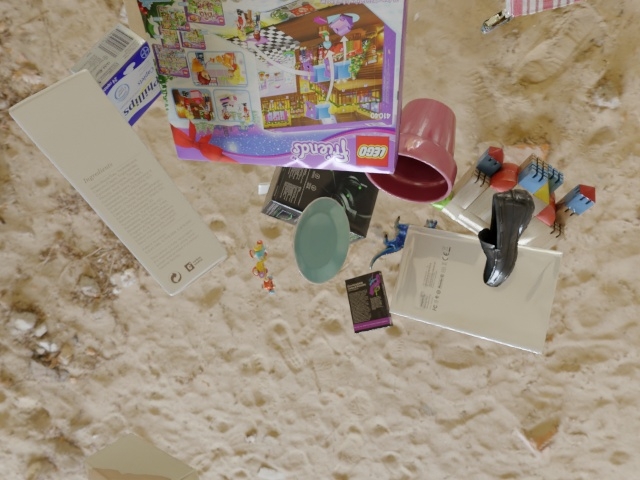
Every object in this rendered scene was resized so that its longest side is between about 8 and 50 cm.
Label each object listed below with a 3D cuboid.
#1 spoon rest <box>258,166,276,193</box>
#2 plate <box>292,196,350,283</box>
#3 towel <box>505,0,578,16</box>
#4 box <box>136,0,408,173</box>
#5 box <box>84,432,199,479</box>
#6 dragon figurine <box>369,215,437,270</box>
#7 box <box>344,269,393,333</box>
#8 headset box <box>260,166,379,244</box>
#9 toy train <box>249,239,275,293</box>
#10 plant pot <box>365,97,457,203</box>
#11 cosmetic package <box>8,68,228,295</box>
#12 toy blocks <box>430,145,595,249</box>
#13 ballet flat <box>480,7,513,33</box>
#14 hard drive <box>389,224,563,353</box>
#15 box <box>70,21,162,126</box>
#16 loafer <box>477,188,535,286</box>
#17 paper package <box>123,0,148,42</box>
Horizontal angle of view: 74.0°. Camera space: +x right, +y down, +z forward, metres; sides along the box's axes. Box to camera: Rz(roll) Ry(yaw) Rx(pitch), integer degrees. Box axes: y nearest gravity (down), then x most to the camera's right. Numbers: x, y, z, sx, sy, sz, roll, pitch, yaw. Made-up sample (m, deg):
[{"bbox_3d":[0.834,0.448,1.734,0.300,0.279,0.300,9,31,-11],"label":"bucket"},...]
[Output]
[{"bbox_3d":[-0.180,-0.285,1.446,0.084,0.277,0.137,-2,153,-11],"label":"spoon rest"},{"bbox_3d":[0.000,0.000,0.920,0.024,0.188,0.188,8,119,41],"label":"plate"},{"bbox_3d":[0.434,-0.497,0.755,0.197,0.029,0.144,-6,128,17],"label":"towel"},{"bbox_3d":[-0.051,-0.189,0.501,0.293,0.057,0.201,6,126,13],"label":"box"},{"bbox_3d":[-0.390,0.555,0.937,0.311,0.121,0.148,-7,98,43],"label":"box"},{"bbox_3d":[0.301,0.011,1.520,0.144,0.085,0.289,35,76,13],"label":"dragon figurine"},{"bbox_3d":[0.138,0.178,1.226,0.116,0.029,0.162,-19,73,30],"label":"box"},{"bbox_3d":[0.021,-0.147,1.127,0.283,0.131,0.247,20,74,-15],"label":"headset box"},{"bbox_3d":[-0.186,0.085,1.340,0.046,0.125,0.166,-13,73,6],"label":"toy train"},{"bbox_3d":[0.222,-0.211,0.967,0.201,0.201,0.180,25,72,-4],"label":"plant pot"},{"bbox_3d":[-0.211,-0.059,0.473,0.085,0.117,0.231,-38,114,-15],"label":"cosmetic package"},{"bbox_3d":[0.525,-0.108,1.135,0.381,0.191,0.261,33,135,0],"label":"toy blocks"},{"bbox_3d":[0.513,-0.635,1.211,0.114,0.041,0.041,-31,106,8],"label":"ballet flat"},{"bbox_3d":[0.364,0.106,1.026,0.352,0.047,0.233,12,87,26],"label":"hard drive"},{"bbox_3d":[-0.369,-0.302,0.795,0.072,0.137,0.126,33,75,4],"label":"box"},{"bbox_3d":[0.346,-0.001,0.831,0.078,0.076,0.223,3,127,4],"label":"loafer"},{"bbox_3d":[-0.463,-0.769,1.416,0.324,0.168,0.309,17,144,1],"label":"paper package"}]
